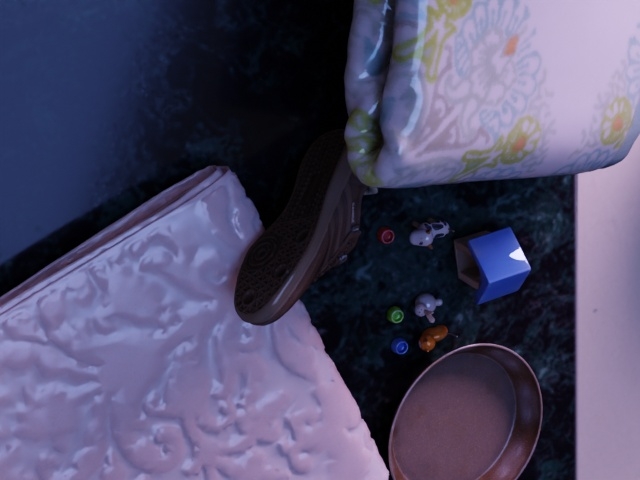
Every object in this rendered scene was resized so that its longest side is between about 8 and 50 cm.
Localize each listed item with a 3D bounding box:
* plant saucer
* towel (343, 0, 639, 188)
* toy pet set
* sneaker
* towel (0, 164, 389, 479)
[{"bbox_3d":[0.128,0.171,1.150,0.168,0.029,0.168,-9,109,-28],"label":"plant saucer"},{"bbox_3d":[0.156,-0.231,0.960,0.320,0.090,0.375,-5,106,-43],"label":"towel"},{"bbox_3d":[0.118,0.040,1.091,0.114,0.065,0.122,-17,112,-18],"label":"toy pet set"},{"bbox_3d":[0.000,0.000,0.993,0.071,0.066,0.188,49,56,-34],"label":"sneaker"},{"bbox_3d":[-0.136,0.152,1.023,0.317,0.053,0.332,-32,115,-11],"label":"towel"}]
